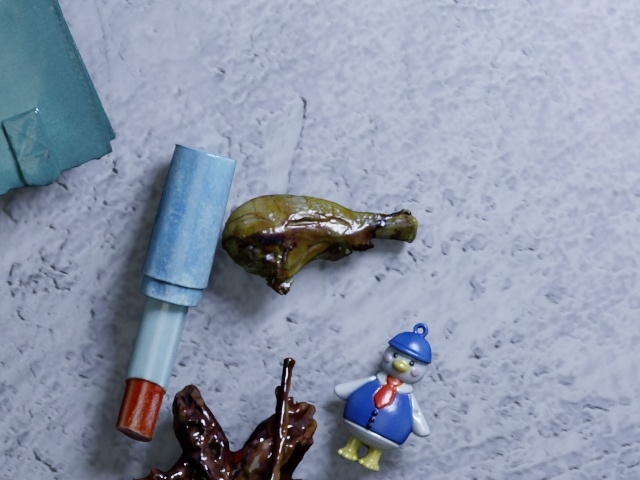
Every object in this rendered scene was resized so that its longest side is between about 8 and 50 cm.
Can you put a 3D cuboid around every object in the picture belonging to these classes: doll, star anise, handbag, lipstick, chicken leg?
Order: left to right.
[{"bbox_3d":[-0.353,-0.154,1.736,0.269,0.100,0.274,-25,106,-6],"label":"handbag"},{"bbox_3d":[-0.137,0.052,1.777,0.061,0.068,0.274,15,93,3],"label":"lipstick"},{"bbox_3d":[-0.080,0.238,1.767,0.190,0.126,0.220,-19,97,6],"label":"star anise"},{"bbox_3d":[0.000,0.000,1.779,0.178,0.070,0.093,-6,94,-9],"label":"chicken leg"},{"bbox_3d":[0.064,0.141,1.791,0.099,0.057,0.143,27,89,14],"label":"doll"}]
